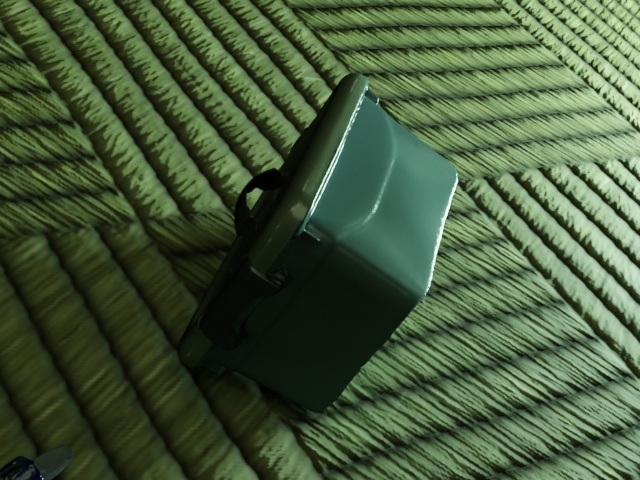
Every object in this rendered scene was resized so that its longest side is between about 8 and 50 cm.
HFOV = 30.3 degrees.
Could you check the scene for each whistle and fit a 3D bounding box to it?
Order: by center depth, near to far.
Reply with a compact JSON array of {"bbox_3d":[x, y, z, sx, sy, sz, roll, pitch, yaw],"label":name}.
[{"bbox_3d":[-0.172,0.137,0.652,0.033,0.029,0.083,26,39,29],"label":"whistle"}]

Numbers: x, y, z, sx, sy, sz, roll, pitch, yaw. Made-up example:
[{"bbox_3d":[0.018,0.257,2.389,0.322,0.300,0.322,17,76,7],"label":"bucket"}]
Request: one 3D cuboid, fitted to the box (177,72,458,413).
[{"bbox_3d":[0.000,0.000,0.825,0.130,0.162,0.227,33,34,-6],"label":"box"}]
